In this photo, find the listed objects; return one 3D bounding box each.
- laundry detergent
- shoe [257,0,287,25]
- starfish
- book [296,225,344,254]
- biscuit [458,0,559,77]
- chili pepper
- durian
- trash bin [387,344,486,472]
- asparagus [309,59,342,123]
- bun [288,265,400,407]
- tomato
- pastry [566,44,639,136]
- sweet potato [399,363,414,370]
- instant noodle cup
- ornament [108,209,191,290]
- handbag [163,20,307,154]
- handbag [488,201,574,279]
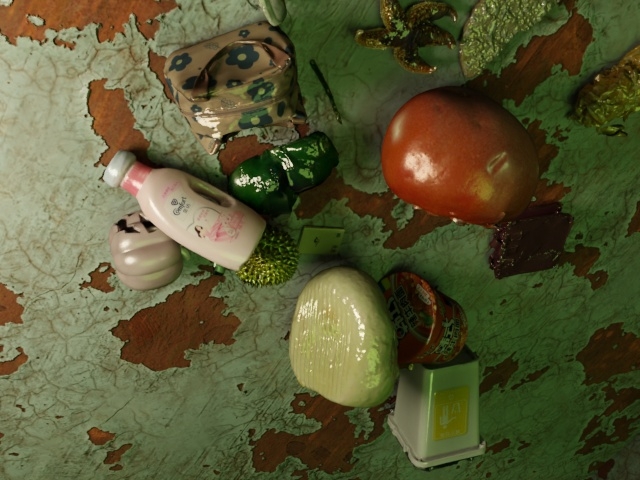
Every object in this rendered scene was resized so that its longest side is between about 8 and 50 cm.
[{"bbox_3d":[-0.281,-0.072,1.308,0.335,0.159,0.088,32,140,-10],"label":"laundry detergent"},{"bbox_3d":[-0.069,-0.503,1.121,0.126,0.099,0.227,-14,125,-7],"label":"shoe"},{"bbox_3d":[0.173,-0.434,1.292,0.238,0.071,0.216,-21,125,-18],"label":"starfish"},{"bbox_3d":[0.000,0.000,1.584,0.111,0.014,0.077,3,123,-23],"label":"book"},{"bbox_3d":[0.385,-0.474,1.358,0.250,0.032,0.133,-40,128,13],"label":"biscuit"},{"bbox_3d":[-0.079,-0.134,1.381,0.265,0.116,0.148,-23,155,2],"label":"chili pepper"},{"bbox_3d":[-0.142,0.025,1.465,0.198,0.159,0.146,21,106,4],"label":"durian"},{"bbox_3d":[0.350,0.475,1.945,0.256,0.296,0.367,-8,114,-13],"label":"trash bin"},{"bbox_3d":[0.015,-0.315,1.352,0.016,0.016,0.162,-46,133,-18],"label":"asparagus"},{"bbox_3d":[0.073,0.245,1.592,0.213,0.361,0.361,-2,128,-42],"label":"bun"},{"bbox_3d":[0.305,-0.185,1.363,0.342,0.341,0.272,4,110,-23],"label":"tomato"},{"bbox_3d":[0.728,-0.353,1.531,0.250,0.102,0.154,-40,126,9],"label":"pastry"},{"bbox_3d":[0.195,0.363,1.863,0.058,0.078,0.255,-16,169,-35],"label":"sweet potato"},{"bbox_3d":[0.267,0.224,1.721,0.192,0.250,0.250,20,117,-41],"label":"instant noodle cup"},{"bbox_3d":[-0.365,0.020,1.363,0.178,0.177,0.177,-10,128,-13],"label":"ornament"},{"bbox_3d":[-0.151,-0.282,1.198,0.252,0.193,0.190,-21,126,-5],"label":"handbag"},{"bbox_3d":[0.577,0.000,1.764,0.216,0.074,0.203,-10,128,-11],"label":"handbag"}]
